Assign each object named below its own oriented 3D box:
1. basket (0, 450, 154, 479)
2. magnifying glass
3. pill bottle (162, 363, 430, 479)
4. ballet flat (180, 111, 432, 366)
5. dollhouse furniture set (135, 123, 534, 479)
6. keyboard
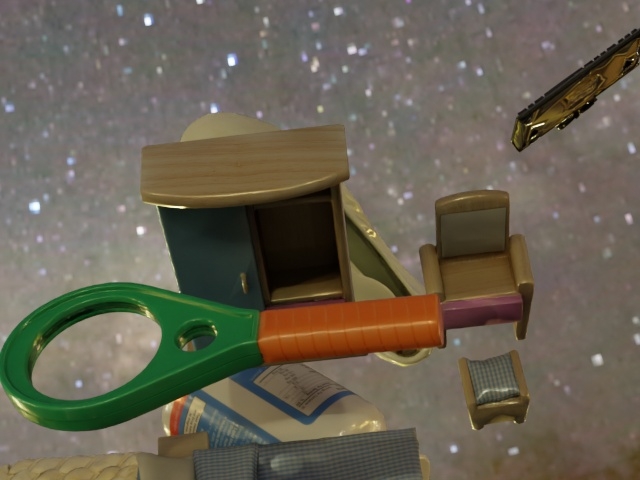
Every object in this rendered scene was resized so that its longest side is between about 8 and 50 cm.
[{"bbox_3d":[-0.227,0.377,1.109,0.266,0.328,0.331,53,-32,-15],"label":"basket"},{"bbox_3d":[-0.053,0.053,0.673,0.231,0.092,0.026,-8,-50,10],"label":"magnifying glass"},{"bbox_3d":[-0.020,0.176,1.149,0.124,0.221,0.124,-39,-36,-35],"label":"pill bottle"},{"bbox_3d":[0.000,0.000,1.541,0.400,0.139,0.139,45,-52,-11],"label":"ballet flat"},{"bbox_3d":[0.015,0.102,0.841,0.286,0.303,0.198,-6,-41,1],"label":"dollhouse furniture set"},{"bbox_3d":[0.287,-0.166,1.473,0.180,0.023,0.108,-35,-22,-9],"label":"keyboard"}]
